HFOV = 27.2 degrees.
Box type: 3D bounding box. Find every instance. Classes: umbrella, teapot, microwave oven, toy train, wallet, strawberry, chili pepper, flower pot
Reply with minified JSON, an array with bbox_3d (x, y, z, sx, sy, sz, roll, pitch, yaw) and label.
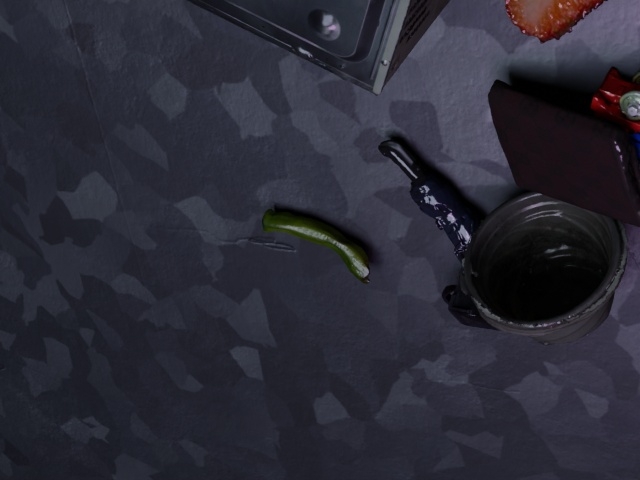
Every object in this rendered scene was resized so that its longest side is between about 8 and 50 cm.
[{"bbox_3d":[0.175,-0.051,1.933,0.248,0.071,0.071,48,135,-12],"label":"umbrella"},{"bbox_3d":[0.268,0.098,1.989,0.177,0.087,0.096,8,153,28],"label":"teapot"},{"bbox_3d":[-0.018,-0.404,1.585,0.394,0.333,0.247,28,144,10],"label":"microwave oven"},{"bbox_3d":[0.444,-0.133,1.685,0.204,0.083,0.131,23,136,16],"label":"toy train"},{"bbox_3d":[0.327,-0.111,1.737,0.229,0.049,0.182,28,152,45],"label":"wallet"},{"bbox_3d":[0.300,-0.370,1.578,0.188,0.106,0.286,32,148,12],"label":"strawberry"},{"bbox_3d":[0.000,0.000,2.097,0.201,0.050,0.052,27,151,15],"label":"chili pepper"},{"bbox_3d":[0.324,0.053,1.840,0.235,0.235,0.140,3,147,30],"label":"flower pot"}]
